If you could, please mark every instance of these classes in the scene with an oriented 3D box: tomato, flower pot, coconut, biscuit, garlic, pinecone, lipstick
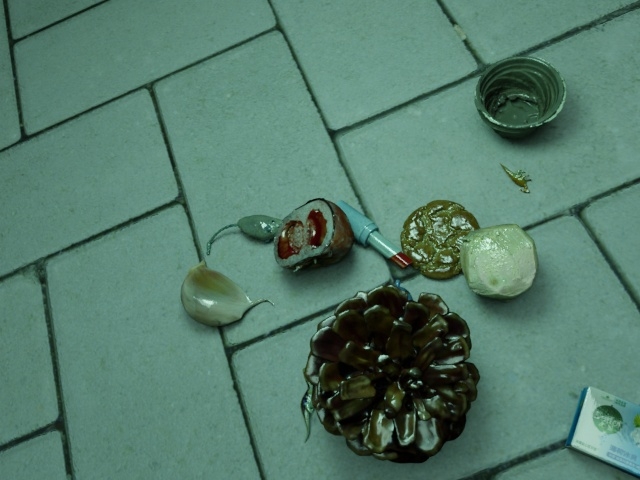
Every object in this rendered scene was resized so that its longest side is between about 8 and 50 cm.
[{"bbox_3d":[0.000,0.000,1.426,0.213,0.155,0.181,-21,64,36],"label":"tomato"},{"bbox_3d":[0.538,-0.372,1.464,0.235,0.140,0.236,-5,67,13],"label":"flower pot"},{"bbox_3d":[0.433,0.060,1.294,0.194,0.194,0.195,-5,67,11],"label":"coconut"},{"bbox_3d":[0.319,-0.007,1.421,0.225,0.042,0.226,-4,69,11],"label":"biscuit"},{"bbox_3d":[-0.276,0.171,1.467,0.266,0.128,0.149,28,89,11],"label":"garlic"},{"bbox_3d":[0.152,0.281,1.169,0.397,0.398,0.398,-5,67,11],"label":"pinecone"},{"bbox_3d":[0.137,-0.011,1.446,0.274,0.068,0.061,40,41,26],"label":"lipstick"}]

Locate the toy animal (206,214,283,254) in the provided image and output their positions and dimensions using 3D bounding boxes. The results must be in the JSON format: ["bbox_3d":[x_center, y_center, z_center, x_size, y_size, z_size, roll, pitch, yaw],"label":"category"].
[{"bbox_3d":[-0.223,-0.028,1.542,0.252,0.070,0.079,-11,50,12],"label":"toy animal"}]

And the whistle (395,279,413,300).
[{"bbox_3d":[0.192,0.175,1.352,0.090,0.090,0.158,1,68,13],"label":"whistle"}]

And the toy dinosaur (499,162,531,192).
[{"bbox_3d":[0.534,-0.177,1.447,0.041,0.026,0.113,-39,73,14],"label":"toy dinosaur"}]

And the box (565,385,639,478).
[{"bbox_3d":[0.652,0.420,1.153,0.194,0.073,0.139,20,74,20],"label":"box"}]

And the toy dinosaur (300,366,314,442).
[{"bbox_3d":[-0.023,0.407,1.336,0.058,0.037,0.181,-15,56,32],"label":"toy dinosaur"}]
